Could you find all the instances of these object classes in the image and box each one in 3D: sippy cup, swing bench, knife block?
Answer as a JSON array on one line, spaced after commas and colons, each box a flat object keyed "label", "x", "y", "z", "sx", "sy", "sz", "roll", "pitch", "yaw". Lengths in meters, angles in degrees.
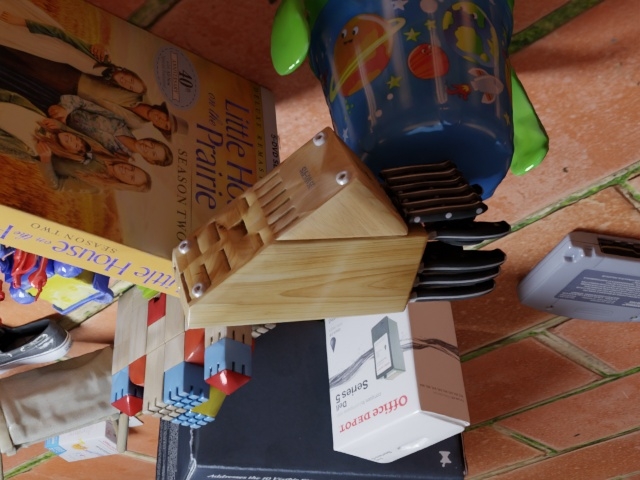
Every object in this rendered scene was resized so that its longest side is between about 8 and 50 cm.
[{"label": "sippy cup", "x": 0.104, "y": -0.154, "z": 0.920, "sx": 0.305, "sy": 0.224, "sz": 0.240, "roll": -4, "pitch": 147, "yaw": -2}, {"label": "swing bench", "x": -0.467, "y": 0.303, "z": 1.543, "sx": 0.253, "sy": 0.165, "sz": 0.254, "roll": -13, "pitch": 153, "yaw": -31}, {"label": "knife block", "x": 0.034, "y": 0.022, "z": 0.826, "sx": 0.276, "sy": 0.088, "sz": 0.242, "roll": -37, "pitch": 130, "yaw": 10}]

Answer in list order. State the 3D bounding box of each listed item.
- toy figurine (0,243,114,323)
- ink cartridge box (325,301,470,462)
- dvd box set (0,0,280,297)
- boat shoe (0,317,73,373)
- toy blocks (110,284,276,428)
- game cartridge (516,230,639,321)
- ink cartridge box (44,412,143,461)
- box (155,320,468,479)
[{"label": "toy figurine", "x": -0.412, "y": 0.082, "z": 1.271, "sx": 0.362, "sy": 0.191, "sz": 0.217, "roll": -26, "pitch": 146, "yaw": 32}, {"label": "ink cartridge box", "x": 0.116, "y": 0.194, "z": 1.405, "sx": 0.115, "sy": 0.273, "sz": 0.198, "roll": 22, "pitch": 138, "yaw": -34}, {"label": "dvd box set", "x": -0.223, "y": -0.109, "z": 0.880, "sx": 0.420, "sy": 0.307, "sz": 0.062, "roll": 22, "pitch": 137, "yaw": -32}, {"label": "boat shoe", "x": -0.545, "y": 0.182, "z": 1.504, "sx": 0.228, "sy": 0.080, "sz": 0.076, "roll": -11, "pitch": 129, "yaw": 16}, {"label": "toy blocks", "x": -0.199, "y": 0.158, "z": 1.330, "sx": 0.191, "sy": 0.261, "sz": 0.381, "roll": 26, "pitch": 137, "yaw": -37}, {"label": "game cartridge", "x": 0.491, "y": 0.070, "z": 1.459, "sx": 0.294, "sy": 0.060, "sz": 0.196, "roll": 8, "pitch": 141, "yaw": -17}, {"label": "ink cartridge box", "x": -0.488, "y": 0.422, "z": 1.882, "sx": 0.181, "sy": 0.061, "sz": 0.104, "roll": -13, "pitch": 146, "yaw": 12}, {"label": "box", "x": -0.047, "y": 0.385, "z": 1.659, "sx": 0.480, "sy": 0.297, "sz": 0.472, "roll": 7, "pitch": 147, "yaw": -16}]
